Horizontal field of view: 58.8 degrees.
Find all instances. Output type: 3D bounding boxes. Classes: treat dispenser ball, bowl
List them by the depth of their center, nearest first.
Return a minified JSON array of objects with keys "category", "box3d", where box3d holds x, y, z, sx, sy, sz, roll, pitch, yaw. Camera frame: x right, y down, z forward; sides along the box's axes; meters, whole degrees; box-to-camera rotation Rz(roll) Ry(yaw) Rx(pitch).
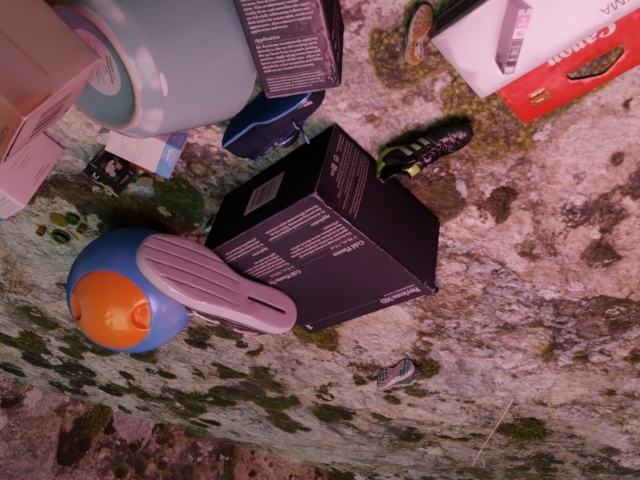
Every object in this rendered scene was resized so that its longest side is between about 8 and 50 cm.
[{"category":"bowl","box3d":[-0.260,-0.266,0.782,0.311,0.163,0.312,24,140,22]},{"category":"treat dispenser ball","box3d":[-0.426,0.112,1.303,0.288,0.288,0.288,9,143,7]}]

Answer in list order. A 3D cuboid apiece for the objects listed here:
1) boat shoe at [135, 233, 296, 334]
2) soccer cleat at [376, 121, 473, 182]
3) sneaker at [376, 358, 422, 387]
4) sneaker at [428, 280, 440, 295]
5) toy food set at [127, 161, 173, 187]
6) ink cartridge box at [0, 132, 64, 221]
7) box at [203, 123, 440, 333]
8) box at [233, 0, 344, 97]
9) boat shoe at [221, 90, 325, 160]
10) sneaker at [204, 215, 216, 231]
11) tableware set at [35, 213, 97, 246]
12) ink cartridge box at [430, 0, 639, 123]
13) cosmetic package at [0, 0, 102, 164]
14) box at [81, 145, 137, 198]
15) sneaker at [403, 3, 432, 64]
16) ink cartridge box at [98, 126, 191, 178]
[{"category":"boat shoe","box3d":[-0.206,0.108,1.072,0.335,0.121,0.119,32,136,-25]},{"category":"soccer cleat","box3d":[0.174,-0.144,0.960,0.179,0.072,0.060,-17,133,34]},{"category":"sneaker","box3d":[0.232,0.402,1.661,0.076,0.065,0.166,27,143,-24]},{"category":"sneaker","box3d":[0.174,0.111,1.286,0.188,0.078,0.067,2,142,14]},{"category":"toy food set","box3d":[-0.358,-0.147,1.170,0.122,0.019,0.078,-4,140,34]},{"category":"ink cartridge box","box3d":[-0.676,-0.172,1.110,0.171,0.168,0.232,-17,132,36]},{"category":"box","box3d":[0.000,0.000,1.113,0.343,0.179,0.312,-25,127,40]},{"category":"box","box3d":[-0.040,-0.316,0.729,0.108,0.153,0.207,-6,138,12]},{"category":"boat shoe","box3d":[-0.067,-0.205,0.955,0.089,0.109,0.258,29,157,-31]},{"category":"sneaker","box3d":[-0.207,-0.029,1.257,0.098,0.038,0.069,-23,129,39]},{"category":"tableware set","box3d":[-0.642,-0.025,1.410,0.154,0.024,0.104,-6,138,25]},{"category":"ink cartridge box","box3d":[0.328,-0.275,0.756,0.239,0.060,0.275,38,137,-27]},{"category":"cosmetic package","box3d":[-0.414,-0.247,0.620,0.296,0.129,0.153,45,143,-17]},{"category":"box","box3d":[-0.431,-0.137,1.161,0.083,0.052,0.062,42,142,-17]},{"category":"sneaker","box3d":[0.134,-0.296,0.811,0.031,0.037,0.083,2,123,-18]},{"category":"ink cartridge box","box3d":[-0.316,-0.197,1.028,0.143,0.092,0.090,25,141,-15]}]
